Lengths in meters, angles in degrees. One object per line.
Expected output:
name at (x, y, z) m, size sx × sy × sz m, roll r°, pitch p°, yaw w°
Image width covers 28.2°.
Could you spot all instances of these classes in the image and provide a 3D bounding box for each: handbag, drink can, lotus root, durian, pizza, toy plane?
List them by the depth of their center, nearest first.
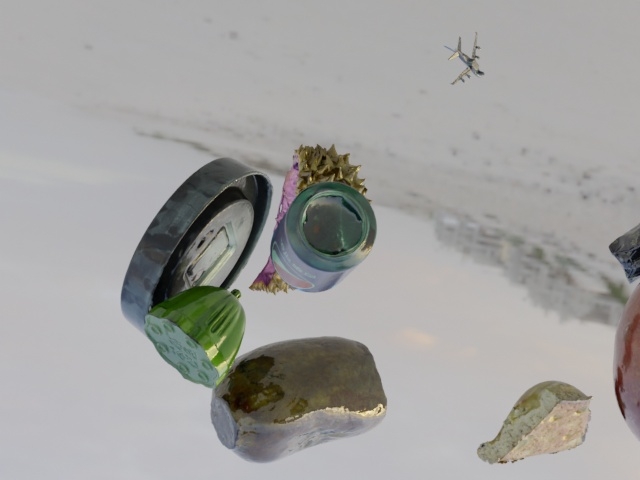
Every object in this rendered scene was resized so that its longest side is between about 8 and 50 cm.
drink can at (0.000, 0.000, 1.642) m, size 0.118 × 0.118 × 0.205 m, roll 10°, pitch 167°, yaw -6°
toy plane at (0.194, -0.234, 1.678) m, size 0.024 × 0.078 × 0.084 m, roll 19°, pitch 170°, yaw 46°
handbag at (0.517, 0.000, 1.921) m, size 0.115 × 0.072 × 0.139 m, roll -33°, pitch 180°, yaw -18°
pizza at (0.372, 0.286, 2.075) m, size 0.204 × 0.188 × 0.080 m, roll 3°, pitch -134°, yaw -39°
durian at (-0.001, -0.028, 2.123) m, size 0.186 × 0.261 × 0.154 m, roll 0°, pitch -169°, yaw -21°
lotus root at (-0.198, 0.145, 2.276) m, size 0.186 × 0.186 × 0.186 m, roll 10°, pitch -176°, yaw -1°
lotus root at (-0.060, 0.316, 2.541) m, size 0.346 × 0.250 × 0.250 m, roll -12°, pitch -162°, yaw -39°

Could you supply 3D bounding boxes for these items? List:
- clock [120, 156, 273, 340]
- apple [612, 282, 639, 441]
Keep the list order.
clock at (-0.232, 0.018, 2.407) m, size 0.076 × 0.386 × 0.386 m, roll 32°, pitch -170°, yaw 16°
apple at (0.587, 0.173, 1.827) m, size 0.348 × 0.348 × 0.277 m, roll 10°, pitch 177°, yaw 4°
